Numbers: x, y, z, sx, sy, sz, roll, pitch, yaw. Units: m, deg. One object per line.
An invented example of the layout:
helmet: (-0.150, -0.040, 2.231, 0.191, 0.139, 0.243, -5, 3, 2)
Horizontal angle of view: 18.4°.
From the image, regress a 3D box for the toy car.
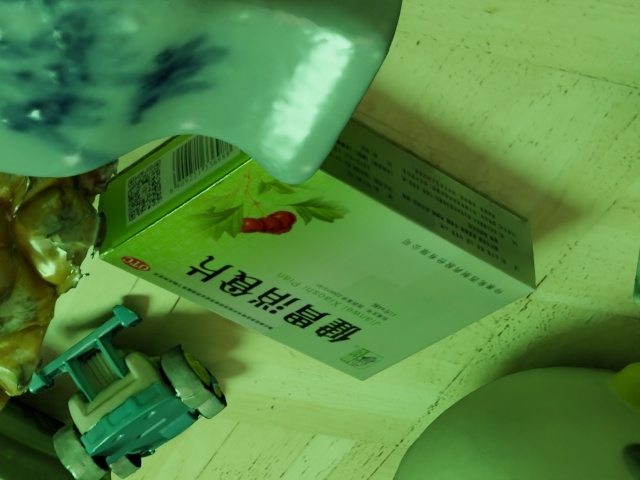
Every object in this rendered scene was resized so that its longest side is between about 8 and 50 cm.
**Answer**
toy car: (-0.144, 0.115, 1.525, 0.126, 0.098, 0.161, -35, 170, 7)

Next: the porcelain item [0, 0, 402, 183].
porcelain item: (-0.170, -0.156, 1.019, 0.405, 0.179, 0.242, 11, 143, -18)

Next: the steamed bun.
steamed bun: (0.223, 0.263, 1.533, 0.373, 0.334, 0.334, 17, 141, -25)

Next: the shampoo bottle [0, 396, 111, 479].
shampoo bottle: (-0.307, 0.125, 1.485, 0.125, 0.084, 0.350, 20, 169, 46)

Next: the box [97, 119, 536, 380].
box: (0.000, 0.000, 1.364, 0.260, 0.062, 0.175, 27, 137, -37)

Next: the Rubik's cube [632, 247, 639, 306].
Rubik's cube: (0.309, -0.012, 1.200, 0.224, 0.265, 0.213, -38, 144, 23)

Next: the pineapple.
pineapple: (-0.313, 0.011, 1.206, 0.286, 0.209, 0.344, 21, 137, -20)
